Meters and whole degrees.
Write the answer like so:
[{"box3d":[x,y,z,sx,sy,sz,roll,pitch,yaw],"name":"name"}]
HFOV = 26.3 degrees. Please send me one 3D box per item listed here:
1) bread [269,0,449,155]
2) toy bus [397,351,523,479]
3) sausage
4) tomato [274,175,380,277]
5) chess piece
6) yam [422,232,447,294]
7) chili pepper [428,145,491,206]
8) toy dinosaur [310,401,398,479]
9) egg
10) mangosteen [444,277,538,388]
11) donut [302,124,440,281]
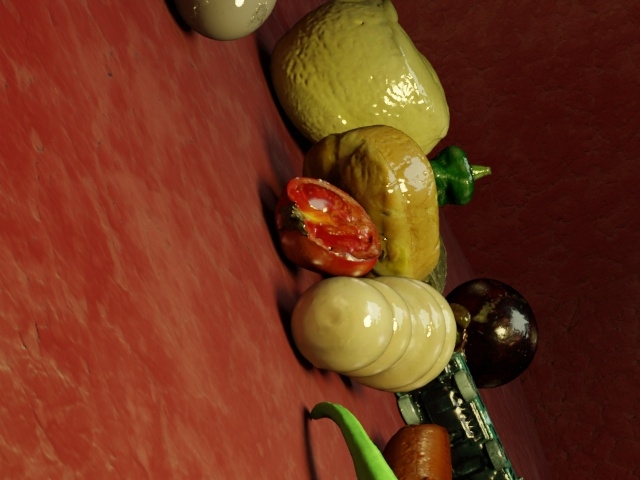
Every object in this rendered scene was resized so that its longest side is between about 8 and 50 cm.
[{"box3d":[0.066,-0.253,2.268,0.320,0.237,0.320,53,17,-23],"name":"bread"},{"box3d":[0.221,0.314,2.193,0.256,0.128,0.147,66,8,6],"name":"toy bus"},{"box3d":[0.119,0.319,1.729,0.330,0.102,0.102,-73,139,-73],"name":"sausage"},{"box3d":[0.000,0.000,1.800,0.139,0.091,0.159,5,39,-39],"name":"tomato"},{"box3d":[0.055,0.109,1.738,0.299,0.167,0.167,21,46,-68],"name":"chess piece"},{"box3d":[0.144,0.051,2.329,0.254,0.154,0.154,-76,142,-70],"name":"yam"},{"box3d":[0.156,-0.088,2.324,0.136,0.270,0.099,-99,171,-67],"name":"chili pepper"},{"box3d":[0.097,0.411,1.408,0.500,0.144,0.374,-147,-121,-64],"name":"toy dinosaur"},{"box3d":[-0.124,-0.339,1.776,0.199,0.146,0.146,-88,154,-52],"name":"egg"},{"box3d":[0.311,0.190,2.771,0.265,0.228,0.228,1,60,-37],"name":"mangosteen"},{"box3d":[0.070,-0.041,1.946,0.208,0.128,0.261,32,-43,39],"name":"donut"}]
